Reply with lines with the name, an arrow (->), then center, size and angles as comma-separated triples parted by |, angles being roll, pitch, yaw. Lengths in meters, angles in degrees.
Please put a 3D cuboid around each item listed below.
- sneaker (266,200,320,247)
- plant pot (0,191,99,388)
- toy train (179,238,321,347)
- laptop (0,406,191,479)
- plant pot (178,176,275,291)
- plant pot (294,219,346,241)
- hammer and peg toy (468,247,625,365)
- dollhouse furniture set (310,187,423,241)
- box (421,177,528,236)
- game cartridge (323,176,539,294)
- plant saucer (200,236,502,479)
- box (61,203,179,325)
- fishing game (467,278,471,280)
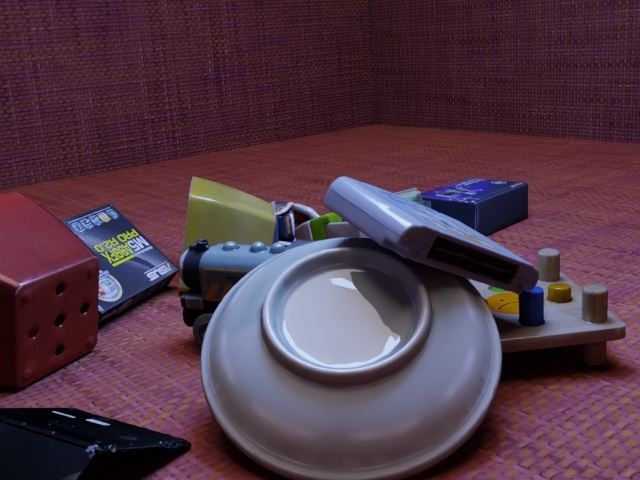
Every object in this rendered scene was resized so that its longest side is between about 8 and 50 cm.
sneaker -> -0.143, -0.038, 1.884 | 0.321, 0.126, 0.127 | -11, 11, -29
plant pot -> -0.519, 0.096, 1.284 | 0.236, 0.267, 0.267 | 17, 23, 23
toy train -> -0.084, 0.090, 1.271 | 0.334, 0.190, 0.142 | 3, 20, 24
laptop -> -0.339, 0.292, 0.946 | 0.234, 0.136, 0.264 | 6, -7, 30
plant pot -> -0.201, -0.008, 1.681 | 0.187, 0.212, 0.212 | 7, 14, -10
plant pot -> 0.000, 0.000, 1.767 | 0.109, 0.109, 0.096 | -15, 7, -34
hammer and peg toy -> 0.257, 0.120, 1.217 | 0.362, 0.127, 0.266 | -6, 17, -5
dollhouse furniture set -> 0.151, 0.015, 1.458 | 0.302, 0.197, 0.151 | -16, 10, -40
box -> 0.391, -0.086, 1.983 | 0.184, 0.103, 0.261 | 13, 23, 40
game cartridge -> 0.155, -0.009, 1.096 | 0.297, 0.062, 0.198 | 17, 18, -40
plant saucer -> 0.036, 0.115, 1.002 | 0.401, 0.100, 0.400 | -3, 45, 3
box -> -0.442, 0.044, 1.550 | 0.216, 0.060, 0.270 | 42, 27, 7
fishing game -> 0.276, 0.041, 1.470 | 0.264, 0.041, 0.189 | -1, 46, -52
